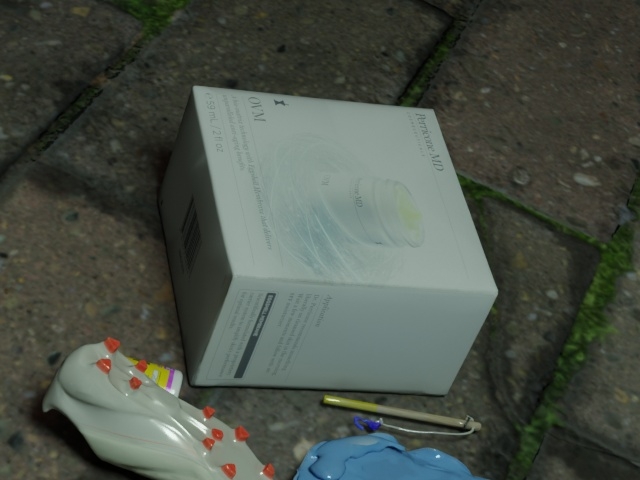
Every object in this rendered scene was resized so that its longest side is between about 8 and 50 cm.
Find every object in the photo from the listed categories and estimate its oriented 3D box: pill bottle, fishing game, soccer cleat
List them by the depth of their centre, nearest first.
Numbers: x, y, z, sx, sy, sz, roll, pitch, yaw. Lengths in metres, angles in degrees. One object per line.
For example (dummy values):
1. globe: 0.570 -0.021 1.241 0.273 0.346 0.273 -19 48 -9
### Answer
1. soccer cleat: -0.115 0.151 1.226 0.196 0.076 0.068 39 26 -9
2. fishing game: 0.063 0.217 1.246 0.189 0.041 0.264 8 35 -15
3. pill bottle: -0.150 0.110 1.264 0.083 0.043 0.043 16 41 -7

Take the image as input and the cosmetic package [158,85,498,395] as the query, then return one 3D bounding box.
1. cosmetic package: 0.000 0.000 1.376 0.224 0.138 0.224 5 44 -21
